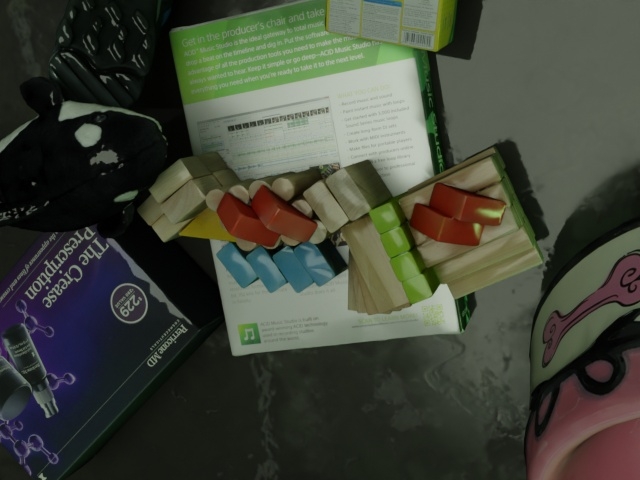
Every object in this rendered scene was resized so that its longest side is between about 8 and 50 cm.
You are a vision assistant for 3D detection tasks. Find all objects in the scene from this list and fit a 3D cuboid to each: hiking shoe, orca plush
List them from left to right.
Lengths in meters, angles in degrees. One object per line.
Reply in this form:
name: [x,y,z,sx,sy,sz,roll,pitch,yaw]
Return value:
orca plush: [-0.264,-0.055,0.731,0.287,0.102,0.151,11,125,28]
hiking shoe: [-0.176,-0.259,0.791,0.113,0.132,0.304,26,85,-21]

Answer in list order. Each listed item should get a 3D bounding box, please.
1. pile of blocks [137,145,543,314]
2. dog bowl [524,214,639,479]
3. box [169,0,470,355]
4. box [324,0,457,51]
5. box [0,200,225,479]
pile of blocks: [0.000,0.000,0.723,0.361,0.112,0.149,1,100,17]
dog bowl: [0.327,0.169,0.589,0.407,0.150,0.408,19,138,18]
box: [0.000,-0.061,0.802,0.232,0.058,0.322,-8,98,18]
box: [0.060,-0.248,0.668,0.105,0.043,0.179,16,123,23]
box: [-0.245,0.100,0.882,0.184,0.103,0.261,45,109,3]
